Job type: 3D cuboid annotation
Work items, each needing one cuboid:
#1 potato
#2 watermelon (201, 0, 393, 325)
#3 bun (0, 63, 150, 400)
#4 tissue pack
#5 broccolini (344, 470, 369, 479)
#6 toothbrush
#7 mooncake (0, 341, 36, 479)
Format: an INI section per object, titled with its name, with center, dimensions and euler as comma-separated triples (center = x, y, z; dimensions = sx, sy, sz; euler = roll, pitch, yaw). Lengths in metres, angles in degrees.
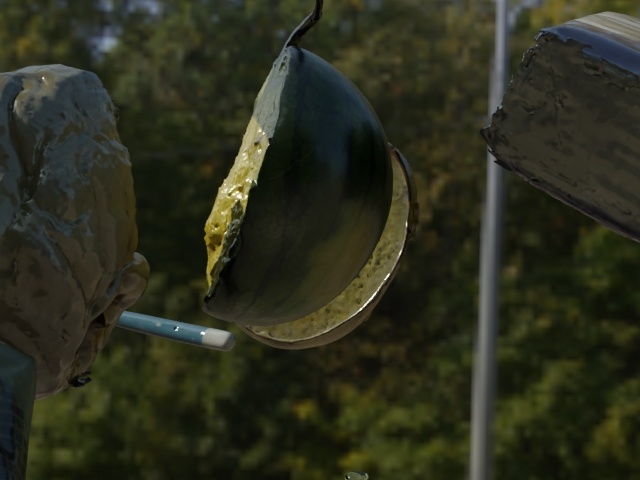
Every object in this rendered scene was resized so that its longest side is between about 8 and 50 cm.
[potato]
center = 0.000, 0.000, 1.584
dimensions = 0.164, 0.200, 0.081
euler = 34, -3, 19
[watermelon]
center = -0.010, -0.037, 1.393
dimensions = 0.127, 0.232, 0.204
euler = 18, -24, -4
[bun]
center = -0.235, 0.018, 1.365
dimensions = 0.281, 0.205, 0.281
euler = -40, -12, -11
[tissue pack]
center = 0.284, -0.083, 1.472
dimensions = 0.242, 0.125, 0.344
euler = 28, 17, 12
[broccolini]
center = 0.029, 0.206, 1.113
dimensions = 0.035, 0.140, 0.030
euler = 0, 7, -2
[toothbrush]
center = -0.190, 0.076, 1.790
dimensions = 0.276, 0.019, 0.025
euler = 10, -24, 34
[mooncake]
center = -0.292, 0.191, 1.176
dimensions = 0.136, 0.254, 0.250
euler = 31, -64, -27
